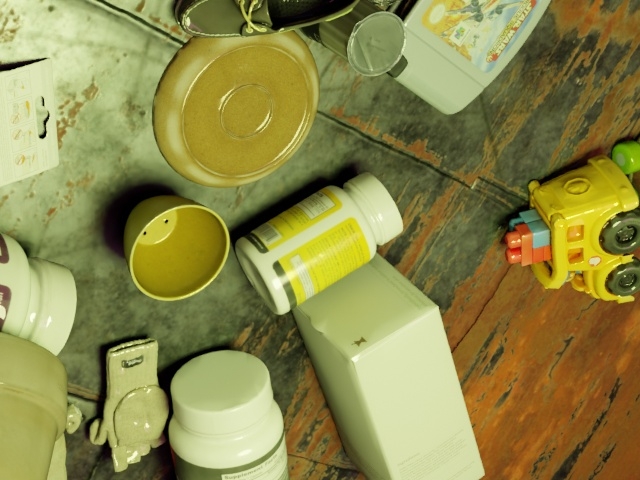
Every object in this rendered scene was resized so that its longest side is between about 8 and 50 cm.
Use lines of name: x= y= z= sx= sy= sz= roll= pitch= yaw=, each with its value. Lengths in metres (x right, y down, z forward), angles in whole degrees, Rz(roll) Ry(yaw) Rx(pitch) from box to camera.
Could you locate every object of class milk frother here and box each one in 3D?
milk frother: x=0.066 y=-0.287 z=1.626 sx=0.129 sy=0.135 sz=0.143 roll=14 pitch=109 yaw=-38

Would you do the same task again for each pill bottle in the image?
pill bottle: x=0.000 y=0.000 z=1.769 sx=0.209 sy=0.119 sz=0.119 roll=-31 pitch=130 yaw=-13
pill bottle: x=-0.128 y=0.306 z=1.845 sx=0.161 sy=0.161 sz=0.283 roll=-20 pitch=126 yaw=-21
pill bottle: x=-0.440 y=0.057 z=1.488 sx=0.302 sy=0.169 sz=0.169 roll=17 pitch=107 yaw=-38

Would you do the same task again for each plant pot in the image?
plant pot: x=-0.197 y=-0.004 z=1.655 sx=0.134 sy=0.095 sz=0.134 roll=-16 pitch=124 yaw=-25
plant pot: x=-0.435 y=0.284 z=1.438 sx=0.323 sy=0.280 sz=0.323 roll=-7 pitch=153 yaw=-4
plant pot: x=-0.099 y=-0.168 z=1.662 sx=0.236 sy=0.032 sz=0.236 roll=-15 pitch=124 yaw=-24

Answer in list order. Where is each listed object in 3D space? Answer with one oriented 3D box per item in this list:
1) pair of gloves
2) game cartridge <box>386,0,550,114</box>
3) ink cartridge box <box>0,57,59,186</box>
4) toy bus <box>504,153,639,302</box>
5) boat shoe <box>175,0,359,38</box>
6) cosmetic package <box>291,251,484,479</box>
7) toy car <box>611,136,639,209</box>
pair of gloves: x=-0.321 y=0.244 z=1.764 sx=0.240 sy=0.042 sz=0.204 roll=-20 pitch=123 yaw=-24
game cartridge: x=0.208 y=-0.322 z=1.753 sx=0.198 sy=0.062 sz=0.297 roll=29 pitch=99 yaw=-36
ink cartridge box: x=-0.391 y=-0.130 z=1.505 sx=0.179 sy=0.045 sz=0.145 roll=-27 pitch=130 yaw=-40
toy bus: x=0.383 y=0.005 z=2.014 sx=0.212 sy=0.149 sz=0.220 roll=-17 pitch=129 yaw=-7
boat shoe: x=-0.062 y=-0.285 z=1.547 sx=0.228 sy=0.068 sz=0.081 roll=-15 pitch=123 yaw=2
cosmetic package: x=0.099 y=0.216 z=1.914 sx=0.155 sy=0.197 sz=0.365 roll=-29 pitch=131 yaw=-15
toy car: x=0.570 y=-0.083 z=2.038 sx=0.155 sy=0.188 sz=0.148 roll=-17 pitch=125 yaw=-24
